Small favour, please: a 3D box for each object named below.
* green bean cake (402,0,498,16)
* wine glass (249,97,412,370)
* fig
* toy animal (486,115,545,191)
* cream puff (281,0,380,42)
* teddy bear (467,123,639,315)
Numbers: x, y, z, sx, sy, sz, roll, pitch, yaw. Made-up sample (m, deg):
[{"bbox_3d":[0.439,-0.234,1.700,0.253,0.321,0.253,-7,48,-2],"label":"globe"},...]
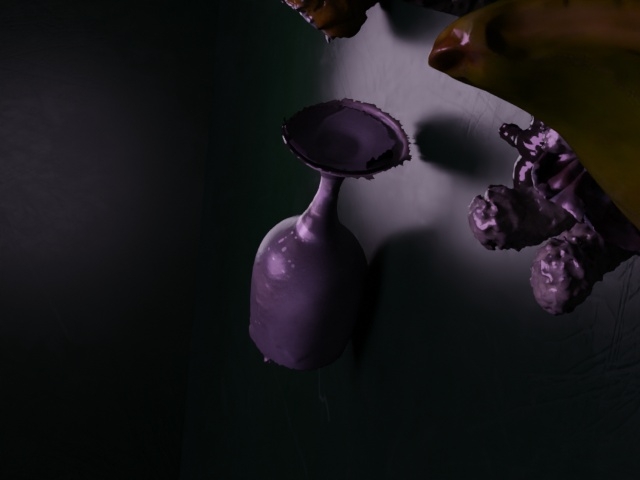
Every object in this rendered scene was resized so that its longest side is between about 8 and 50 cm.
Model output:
[{"bbox_3d":[0.140,-0.232,1.165,0.181,0.173,0.094,116,158,-53],"label":"green bean cake"},{"bbox_3d":[0.000,0.000,1.818,0.143,0.143,0.321,-98,18,-48],"label":"wine glass"},{"bbox_3d":[0.173,-0.068,0.676,0.206,0.275,0.206,-176,90,-80],"label":"fig"},{"bbox_3d":[0.168,-0.073,1.272,0.065,0.047,0.135,-127,45,-65],"label":"toy animal"},{"bbox_3d":[0.016,-0.314,1.914,0.121,0.156,0.156,30,118,43],"label":"cream puff"},{"bbox_3d":[0.199,-0.049,1.019,0.213,0.111,0.133,-54,46,21],"label":"teddy bear"}]
